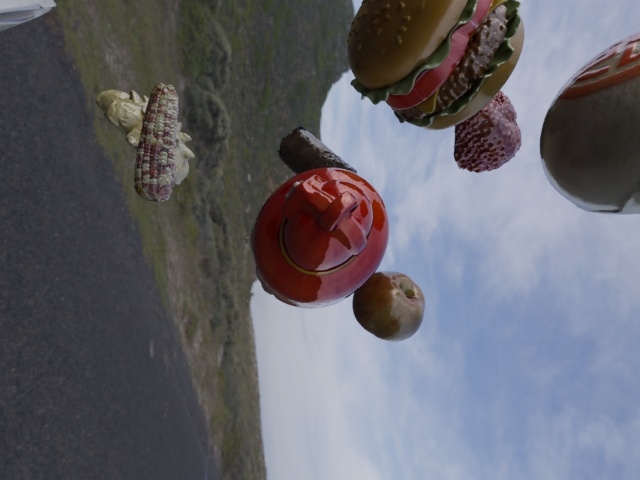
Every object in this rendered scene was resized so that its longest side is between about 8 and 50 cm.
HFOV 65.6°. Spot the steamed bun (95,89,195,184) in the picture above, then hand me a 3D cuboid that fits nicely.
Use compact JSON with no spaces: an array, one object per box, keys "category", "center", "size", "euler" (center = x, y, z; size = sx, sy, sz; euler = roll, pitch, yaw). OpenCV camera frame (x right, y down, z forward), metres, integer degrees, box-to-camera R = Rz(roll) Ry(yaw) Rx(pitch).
[{"category":"steamed bun","center":[-0.444,-0.289,1.305],"size":[0.292,0.137,0.295],"euler":[46,-5,-6]}]

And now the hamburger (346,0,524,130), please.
[{"category":"hamburger","center":[0.166,-0.330,0.804],"size":[0.274,0.212,0.274],"euler":[-31,-132,41]}]

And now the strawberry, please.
[{"category":"strawberry","center":[0.330,-0.205,0.947],"size":[0.236,0.107,0.175],"euler":[-27,134,-53]}]

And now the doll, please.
[{"category":"doll","center":[-0.001,-0.001,0.629],"size":[0.160,0.182,0.363],"euler":[45,-10,4]}]

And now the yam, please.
[{"category":"yam","center":[-0.004,-0.130,0.864],"size":[0.141,0.079,0.079],"euler":[43,-32,27]}]

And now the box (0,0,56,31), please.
[{"category":"box","center":[-0.388,-0.169,0.380],"size":[0.220,0.274,0.091],"euler":[-71,147,-58]}]

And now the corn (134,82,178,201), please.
[{"category":"corn","center":[-0.321,-0.195,0.991],"size":[0.079,0.080,0.236],"euler":[163,-65,-81]}]

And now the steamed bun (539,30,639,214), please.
[{"category":"steamed bun","center":[0.409,-0.167,0.615],"size":[0.177,0.283,0.283],"euler":[57,-3,-12]}]

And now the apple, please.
[{"category":"apple","center":[0.116,0.106,0.837],"size":[0.102,0.126,0.126],"euler":[-53,-148,32]}]
